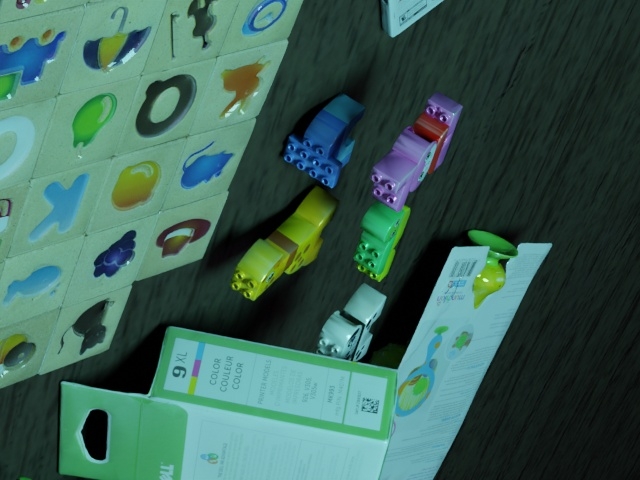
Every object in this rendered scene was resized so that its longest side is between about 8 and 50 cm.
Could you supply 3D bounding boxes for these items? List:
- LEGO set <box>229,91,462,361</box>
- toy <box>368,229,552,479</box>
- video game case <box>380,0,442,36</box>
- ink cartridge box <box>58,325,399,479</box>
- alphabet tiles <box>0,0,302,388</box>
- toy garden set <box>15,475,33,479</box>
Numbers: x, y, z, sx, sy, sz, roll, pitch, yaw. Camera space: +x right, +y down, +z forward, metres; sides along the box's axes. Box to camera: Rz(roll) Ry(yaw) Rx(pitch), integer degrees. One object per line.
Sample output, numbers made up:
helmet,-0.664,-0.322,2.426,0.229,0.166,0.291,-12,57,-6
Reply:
LEGO set,0.000,0.000,1.201,0.093,0.087,0.227,-44,160,-43
toy,0.081,0.094,1.509,0.137,0.056,0.237,-2,126,-51
video game case,0.069,-0.182,1.132,0.087,0.011,0.122,-38,154,-16
ink cartridge box,-0.061,0.118,1.247,0.109,0.209,0.062,101,-2,-51
alphabet tiles,-0.135,-0.041,1.028,0.285,0.011,0.342,-20,145,-44
toy garden set,-0.301,0.233,1.136,0.244,0.049,0.203,-14,143,-55
